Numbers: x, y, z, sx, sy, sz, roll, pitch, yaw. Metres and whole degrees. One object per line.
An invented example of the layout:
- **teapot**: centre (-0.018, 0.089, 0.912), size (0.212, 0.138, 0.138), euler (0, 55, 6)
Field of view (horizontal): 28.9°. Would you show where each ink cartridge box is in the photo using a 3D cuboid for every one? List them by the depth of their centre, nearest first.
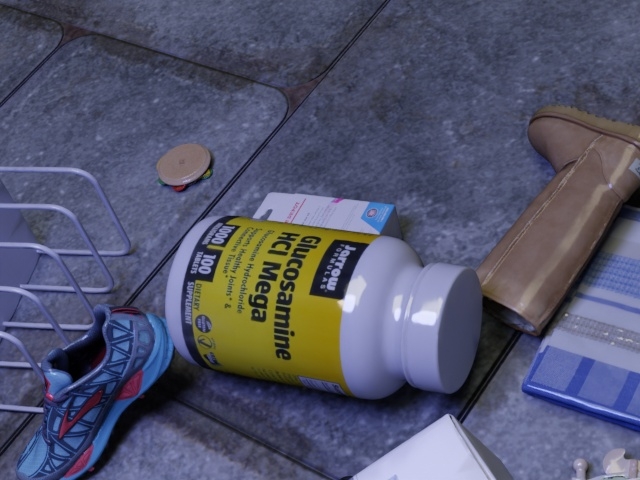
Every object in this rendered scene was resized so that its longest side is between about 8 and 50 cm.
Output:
- **ink cartridge box**: centre (0.064, 0.300, 1.158), size (0.273, 0.198, 0.115), euler (-35, 60, 5)
- **ink cartridge box**: centre (0.000, 0.000, 1.579), size (0.181, 0.061, 0.104), euler (8, 47, 26)

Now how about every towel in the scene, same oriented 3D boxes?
- **towel**: centre (0.369, 0.086, 1.389), size (0.209, 0.034, 0.285), euler (15, 58, 31)

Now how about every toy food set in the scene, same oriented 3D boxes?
- **toy food set**: centre (-0.196, -0.106, 1.781), size (0.083, 0.020, 0.082), euler (-21, 47, 2)

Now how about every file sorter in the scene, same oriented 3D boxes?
- **file sorter**: centre (-0.384, 0.062, 1.591), size (0.173, 0.193, 0.277), euler (2, 52, 19)

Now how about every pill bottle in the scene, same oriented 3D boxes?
- **pill bottle**: centre (0.006, 0.078, 1.426), size (0.334, 0.188, 0.188), euler (7, 54, 26)

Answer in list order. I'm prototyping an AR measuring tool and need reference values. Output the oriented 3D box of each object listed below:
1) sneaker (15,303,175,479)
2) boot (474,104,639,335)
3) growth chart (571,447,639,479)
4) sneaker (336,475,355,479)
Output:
- **sneaker**: centre (-0.294, 0.176, 1.465), size (0.262, 0.125, 0.104), euler (-53, 42, 5)
- **boot**: centre (0.260, -0.033, 1.491), size (0.269, 0.089, 0.236), euler (-52, 25, -8)
- **growth chart**: centre (0.360, 0.286, 1.226), size (0.237, 0.021, 0.172), euler (1, 51, 22)
- **sneaker**: centre (0.105, 0.275, 1.313), size (0.188, 0.067, 0.078), euler (-1, 31, 21)
